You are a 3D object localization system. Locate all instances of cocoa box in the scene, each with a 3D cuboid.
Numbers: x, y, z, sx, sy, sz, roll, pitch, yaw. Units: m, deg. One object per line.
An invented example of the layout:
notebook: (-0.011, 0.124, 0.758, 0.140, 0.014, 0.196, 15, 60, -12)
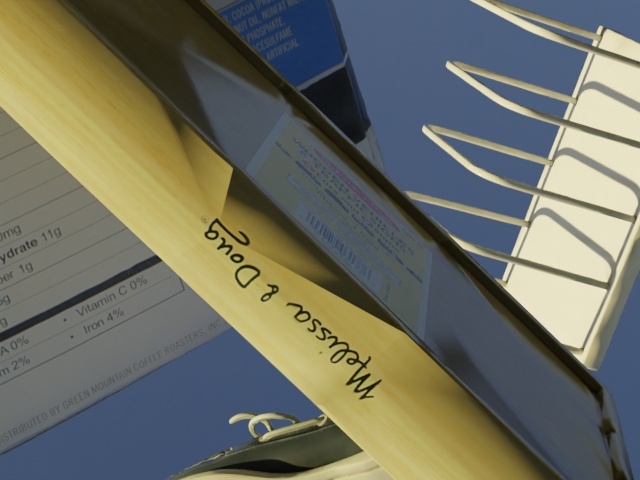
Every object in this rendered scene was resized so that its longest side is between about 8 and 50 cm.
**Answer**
cocoa box: (-0.165, -0.099, 0.817, 0.231, 0.228, 0.347, -29, -149, -19)

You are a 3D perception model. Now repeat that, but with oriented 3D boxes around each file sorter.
file sorter: (0.187, -0.060, 1.491, 0.173, 0.277, 0.193, 14, -166, -21)

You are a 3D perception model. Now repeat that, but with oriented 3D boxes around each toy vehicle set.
toy vehicle set: (0.000, 0.000, 0.558, 0.267, 0.035, 0.166, 44, -167, -5)

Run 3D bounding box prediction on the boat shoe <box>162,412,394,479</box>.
boat shoe: (-0.010, 0.157, 1.105, 0.254, 0.095, 0.079, -21, -154, 17)
